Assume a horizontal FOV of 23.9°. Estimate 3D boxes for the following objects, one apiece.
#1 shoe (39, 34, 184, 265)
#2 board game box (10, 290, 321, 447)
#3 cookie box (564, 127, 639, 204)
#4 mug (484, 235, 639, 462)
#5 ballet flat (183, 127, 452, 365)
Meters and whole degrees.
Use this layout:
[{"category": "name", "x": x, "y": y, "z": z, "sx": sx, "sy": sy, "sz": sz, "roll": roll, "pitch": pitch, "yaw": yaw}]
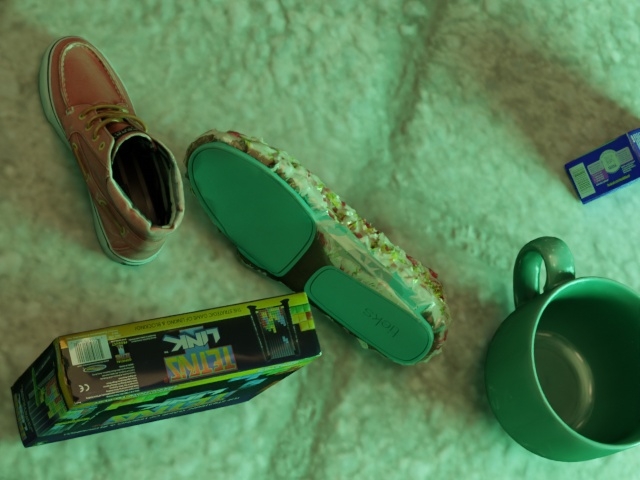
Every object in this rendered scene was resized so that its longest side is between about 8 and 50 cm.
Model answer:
[{"category": "shoe", "x": -0.144, "y": -0.074, "z": 1.066, "sx": 0.064, "sy": 0.081, "sz": 0.178, "roll": -15, "pitch": 80, "yaw": -27}, {"category": "board game box", "x": -0.104, "y": 0.087, "z": 0.997, "sx": 0.170, "sy": 0.141, "sz": 0.048, "roll": -9, "pitch": 75, "yaw": -25}, {"category": "cookie box", "x": 0.271, "y": -0.074, "z": 1.242, "sx": 0.107, "sy": 0.092, "sz": 0.040, "roll": -21, "pitch": 85, "yaw": -28}, {"category": "mug", "x": 0.192, "y": 0.090, "z": 1.150, "sx": 0.130, "sy": 0.097, "sz": 0.157, "roll": 20, "pitch": 66, "yaw": -16}, {"category": "ballet flat", "x": 0.000, "y": 0.000, "z": 1.118, "sx": 0.241, "sy": 0.091, "sz": 0.077, "roll": 43, "pitch": 32, "yaw": -10}]
